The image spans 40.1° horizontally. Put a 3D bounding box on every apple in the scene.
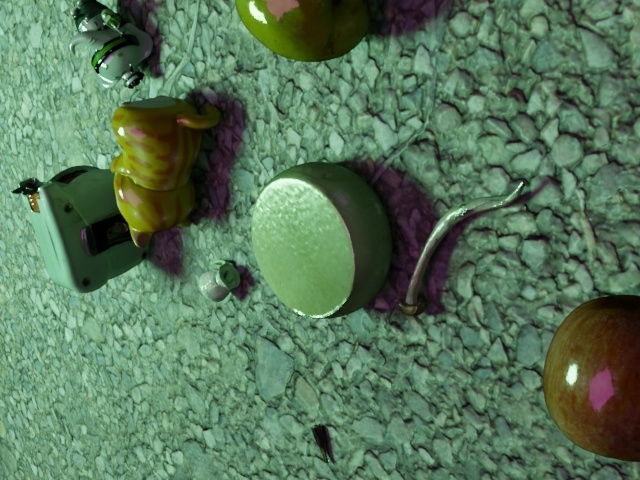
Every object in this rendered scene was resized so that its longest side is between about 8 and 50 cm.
[{"bbox_3d":[0.354,0.154,1.016,0.188,0.188,0.174,13,105,43],"label":"apple"}]

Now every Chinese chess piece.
[{"bbox_3d":[0.000,0.000,1.391,0.250,0.101,0.250,18,116,41],"label":"Chinese chess piece"}]

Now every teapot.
[{"bbox_3d":[-0.187,0.069,1.648,0.064,0.064,0.083,-32,49,39],"label":"teapot"}]

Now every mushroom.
[{"bbox_3d":[0.188,0.001,1.248,0.068,0.043,0.306,38,129,8],"label":"mushroom"}]

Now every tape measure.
[{"bbox_3d":[-0.458,-0.033,1.750,0.125,0.246,0.243,15,125,43],"label":"tape measure"}]

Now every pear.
[{"bbox_3d":[-0.028,-0.347,1.238,0.200,0.200,0.200,18,116,41],"label":"pear"}]

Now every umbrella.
[{"bbox_3d":[0.000,0.362,1.582,0.031,0.020,0.083,-16,97,48],"label":"umbrella"}]

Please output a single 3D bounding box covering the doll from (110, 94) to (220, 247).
[{"bbox_3d":[-0.298,-0.141,1.612,0.162,0.166,0.270,42,133,31],"label":"doll"}]

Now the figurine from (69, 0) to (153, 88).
[{"bbox_3d":[-0.402,-0.372,1.669,0.147,0.126,0.192,-39,87,27],"label":"figurine"}]
